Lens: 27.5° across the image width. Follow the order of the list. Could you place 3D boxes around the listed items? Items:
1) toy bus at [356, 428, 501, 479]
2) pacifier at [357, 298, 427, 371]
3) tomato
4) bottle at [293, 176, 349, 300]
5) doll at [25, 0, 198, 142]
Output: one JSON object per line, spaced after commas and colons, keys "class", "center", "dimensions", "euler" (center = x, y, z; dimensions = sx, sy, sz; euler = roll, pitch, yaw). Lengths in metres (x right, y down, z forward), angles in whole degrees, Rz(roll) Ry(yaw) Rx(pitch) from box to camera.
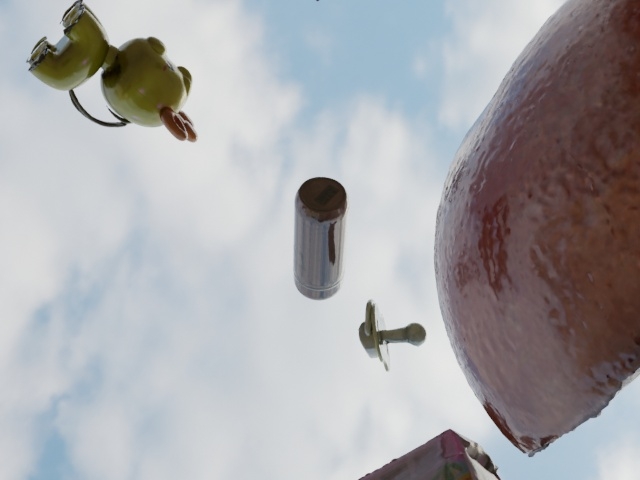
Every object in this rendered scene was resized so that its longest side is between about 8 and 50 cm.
{"class": "toy bus", "center": [0.033, 0.271, 1.094], "dimensions": [0.090, 0.274, 0.112], "euler": [44, -159, -41]}
{"class": "pacifier", "center": [0.071, 0.088, 1.263], "dimensions": [0.064, 0.083, 0.068], "euler": [-7, -113, 10]}
{"class": "tomato", "center": [0.168, -0.058, 0.670], "dimensions": [0.143, 0.338, 0.338], "euler": [43, -126, 7]}
{"class": "bottle", "center": [0.000, 0.000, 1.269], "dimensions": [0.053, 0.140, 0.053], "euler": [1, -129, -1]}
{"class": "doll", "center": [-0.237, -0.191, 1.594], "dimensions": [0.221, 0.135, 0.143], "euler": [36, -172, -26]}
